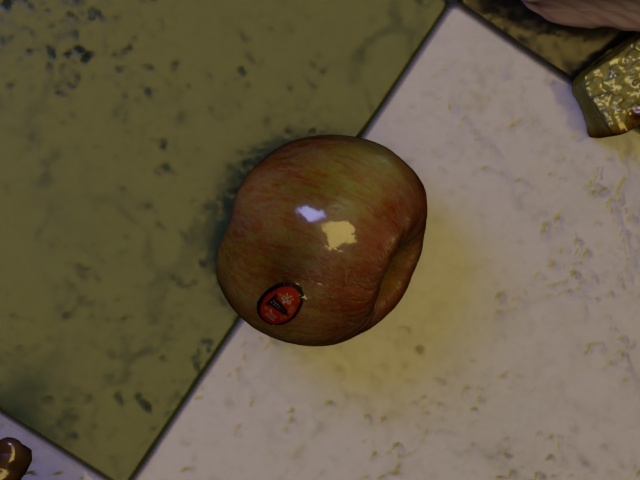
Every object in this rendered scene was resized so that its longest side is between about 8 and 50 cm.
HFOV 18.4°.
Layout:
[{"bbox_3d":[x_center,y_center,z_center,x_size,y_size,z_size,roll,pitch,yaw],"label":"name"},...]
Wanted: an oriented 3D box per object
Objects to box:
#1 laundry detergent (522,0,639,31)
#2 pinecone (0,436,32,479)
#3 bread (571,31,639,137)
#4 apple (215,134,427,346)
[{"bbox_3d":[0.198,-0.289,1.118,0.088,0.159,0.335,20,79,-48],"label":"laundry detergent"},{"bbox_3d":[-0.251,0.227,1.059,0.309,0.244,0.244,-41,97,17],"label":"pinecone"},{"bbox_3d":[0.251,-0.138,1.158,0.226,0.088,0.049,-35,98,-4],"label":"bread"},{"bbox_3d":[0.002,-0.002,1.124,0.102,0.126,0.126,27,90,18],"label":"apple"}]
